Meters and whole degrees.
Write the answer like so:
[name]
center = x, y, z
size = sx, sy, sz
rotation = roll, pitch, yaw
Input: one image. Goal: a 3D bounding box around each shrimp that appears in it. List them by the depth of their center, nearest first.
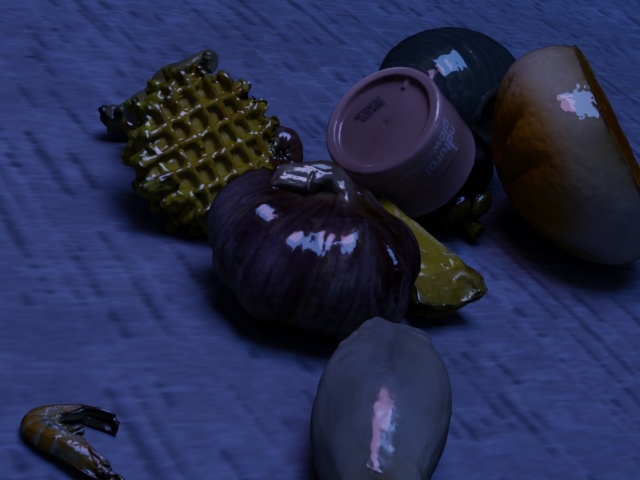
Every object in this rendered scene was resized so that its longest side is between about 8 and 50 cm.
[shrimp]
center = -0.192, 0.171, 1.403
size = 0.127, 0.025, 0.091
rotation = 34, 27, 35

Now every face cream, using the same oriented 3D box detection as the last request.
[face cream]
center = 0.094, -0.114, 1.950
size = 0.149, 0.149, 0.104
rotation = 44, -1, 42

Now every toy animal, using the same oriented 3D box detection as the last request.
[toy animal]
center = -0.191, -0.169, 2.045
size = 0.101, 0.103, 0.219
rotation = 4, 24, 13

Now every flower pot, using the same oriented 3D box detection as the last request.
[flower pot]
center = 0.171, -0.184, 2.197
size = 0.157, 0.189, 0.243
rotation = 22, 19, 31

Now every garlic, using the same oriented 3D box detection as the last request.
[garlic]
center = 0.000, 0.000, 1.734
size = 0.245, 0.160, 0.245
rotation = 21, 16, -6

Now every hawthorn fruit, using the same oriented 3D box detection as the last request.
[hawthorn fruit]
center = -0.054, -0.107, 2.049
size = 0.066, 0.067, 0.103
rotation = 18, -2, -4

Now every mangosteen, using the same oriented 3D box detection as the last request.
[mangosteen]
center = 0.158, -0.069, 2.054
size = 0.137, 0.137, 0.151
rotation = -20, 79, -54

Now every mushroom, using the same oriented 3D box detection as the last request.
[mushroom]
center = 0.056, 0.174, 1.466
size = 0.128, 0.128, 0.350
rotation = 16, 28, -7

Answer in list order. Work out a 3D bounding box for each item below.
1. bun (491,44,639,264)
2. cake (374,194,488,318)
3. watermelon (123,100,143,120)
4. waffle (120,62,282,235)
[bun]
center = 0.305, -0.096, 2.098
size = 0.299, 0.164, 0.299
rotation = 58, 15, -27
[cake]
center = 0.087, 0.032, 1.860
size = 0.185, 0.080, 0.116
rotation = 41, 43, 20
[watermelon]
center = -0.152, -0.103, 1.952
size = 0.180, 0.081, 0.094
rotation = 29, 5, -18
[waffle]
center = -0.128, -0.097, 1.851
size = 0.197, 0.070, 0.193
rotation = 10, 68, -32
